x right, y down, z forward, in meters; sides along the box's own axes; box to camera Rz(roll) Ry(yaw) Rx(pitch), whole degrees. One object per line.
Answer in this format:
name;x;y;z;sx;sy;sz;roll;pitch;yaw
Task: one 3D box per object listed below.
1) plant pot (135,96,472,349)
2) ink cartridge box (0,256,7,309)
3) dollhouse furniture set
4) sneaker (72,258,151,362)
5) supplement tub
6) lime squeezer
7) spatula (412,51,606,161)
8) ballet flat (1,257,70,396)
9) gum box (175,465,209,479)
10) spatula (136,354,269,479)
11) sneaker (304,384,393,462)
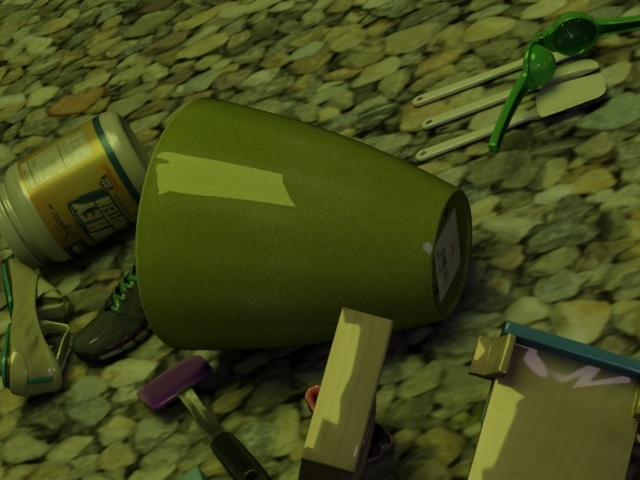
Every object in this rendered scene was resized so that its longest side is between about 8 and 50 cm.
plant pot;0.000;0.000;1.703;0.293;0.275;0.275;8;47;21
ink cartridge box;-0.483;0.041;2.156;0.115;0.067;0.198;-36;35;-9
dollhouse furniture set;0.128;0.232;1.425;0.303;0.198;0.286;15;70;3
sneaker;-0.213;0.047;1.912;0.223;0.098;0.083;-37;34;-11
supplement tub;-0.316;-0.062;2.092;0.199;0.144;0.144;-30;33;2
lime squeezer;0.286;-0.205;1.885;0.310;0.059;0.110;-34;61;-16
spatula;0.221;-0.174;1.941;0.242;0.019;0.168;-19;36;16
ballet flat;-0.345;0.102;1.974;0.086;0.086;0.248;-26;35;7
gum box;-0.159;0.303;1.536;0.157;0.041;0.184;-35;18;-1
spatula;-0.117;0.192;1.709;0.084;0.030;0.296;-35;33;-10
sneaker;0.023;0.177;1.598;0.047;0.057;0.119;-41;36;-19
